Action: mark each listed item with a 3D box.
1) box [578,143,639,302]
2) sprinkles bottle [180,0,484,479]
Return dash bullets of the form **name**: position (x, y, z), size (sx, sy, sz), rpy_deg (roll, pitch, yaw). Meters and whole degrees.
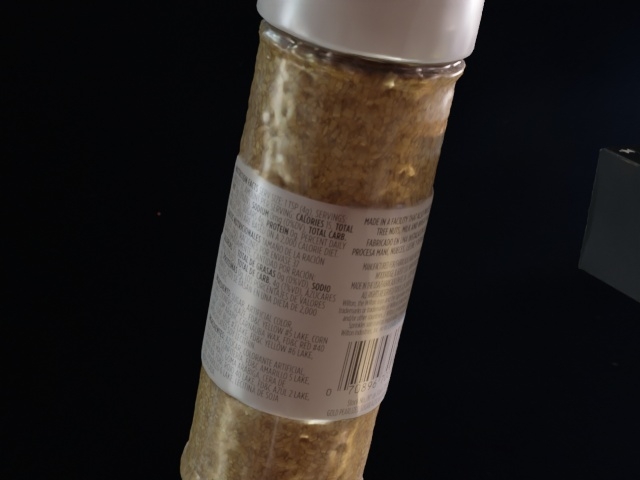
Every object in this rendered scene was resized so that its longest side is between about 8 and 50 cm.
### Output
- **box**: position (0.334, 0.014, 0.852), size (0.184, 0.261, 0.103), rpy_deg (-7, -63, -32)
- **sprinkles bottle**: position (0.000, 0.000, 0.744), size (0.121, 0.121, 0.355), rpy_deg (9, -67, -7)
